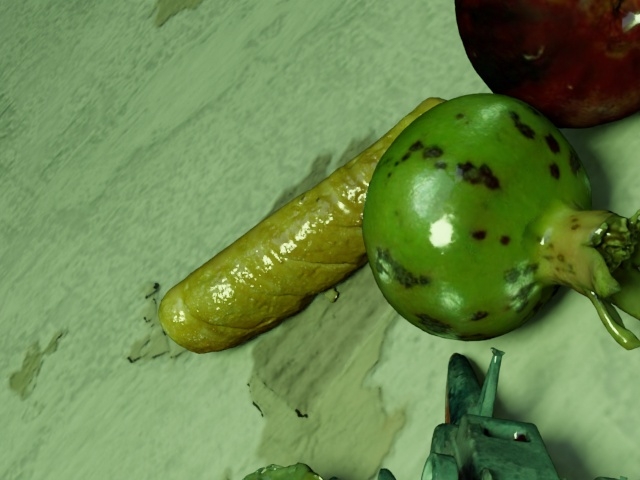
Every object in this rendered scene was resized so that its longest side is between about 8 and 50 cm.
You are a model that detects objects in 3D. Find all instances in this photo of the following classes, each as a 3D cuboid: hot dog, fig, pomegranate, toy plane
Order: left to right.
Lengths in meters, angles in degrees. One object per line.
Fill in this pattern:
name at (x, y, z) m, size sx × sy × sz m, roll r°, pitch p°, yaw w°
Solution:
hot dog at (-0.002, -0.003, 0.983) m, size 0.286 × 0.088 × 0.061 m, roll -40°, pitch 44°, yaw 19°
toy plane at (0.095, 0.135, 0.723) m, size 0.326 × 0.223 × 0.104 m, roll -90°, pitch 11°, yaw -59°
pomegranate at (0.123, 0.001, 0.823) m, size 0.220 × 0.156 × 0.156 m, roll 31°, pitch 83°, yaw 21°
fig at (0.171, -0.198, 0.892) m, size 0.203 × 0.186 × 0.249 m, roll -58°, pitch 26°, yaw 23°

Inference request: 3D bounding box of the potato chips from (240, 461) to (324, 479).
potato chips at (-0.049, 0.340, 0.760) m, size 0.429 × 0.070 × 0.358 m, roll -47°, pitch 39°, yaw 6°
